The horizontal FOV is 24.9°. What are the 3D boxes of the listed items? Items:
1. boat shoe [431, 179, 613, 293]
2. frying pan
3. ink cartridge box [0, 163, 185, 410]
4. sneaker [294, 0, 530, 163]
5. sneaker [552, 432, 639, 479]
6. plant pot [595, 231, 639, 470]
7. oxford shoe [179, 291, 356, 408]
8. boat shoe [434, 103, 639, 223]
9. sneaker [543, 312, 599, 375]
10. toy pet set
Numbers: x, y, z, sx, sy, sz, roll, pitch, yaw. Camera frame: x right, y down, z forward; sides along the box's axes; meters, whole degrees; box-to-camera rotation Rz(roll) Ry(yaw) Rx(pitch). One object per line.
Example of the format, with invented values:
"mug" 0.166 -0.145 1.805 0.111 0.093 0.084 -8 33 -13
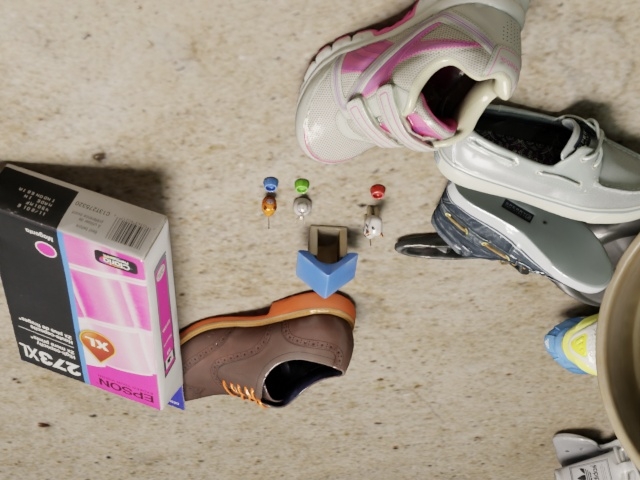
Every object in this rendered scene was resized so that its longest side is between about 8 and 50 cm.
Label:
"boat shoe" 0.196 0.001 1.417 0.183 0.065 0.083 36 148 6
"frying pan" 0.262 0.000 1.472 0.326 0.053 0.197 11 141 -19
"ink cartridge box" -0.239 0.077 1.520 0.176 0.069 0.371 18 147 11
"sneaker" 0.071 -0.126 1.240 0.103 0.111 0.252 28 136 -32
"sneaker" 0.406 0.280 1.769 0.210 0.137 0.366 2 147 -8
"plant pot" 0.475 0.106 1.403 0.323 0.323 0.280 -32 161 36
"oxford shoe" -0.084 0.142 1.617 0.271 0.098 0.097 -23 139 28
"boat shoe" 0.222 -0.076 1.336 0.227 0.079 0.081 11 147 -9
"sneaker" 0.352 0.114 1.612 0.240 0.091 0.126 11 175 -32
"toy pet set" 0.000 0.000 1.452 0.122 0.065 0.114 3 144 -3
